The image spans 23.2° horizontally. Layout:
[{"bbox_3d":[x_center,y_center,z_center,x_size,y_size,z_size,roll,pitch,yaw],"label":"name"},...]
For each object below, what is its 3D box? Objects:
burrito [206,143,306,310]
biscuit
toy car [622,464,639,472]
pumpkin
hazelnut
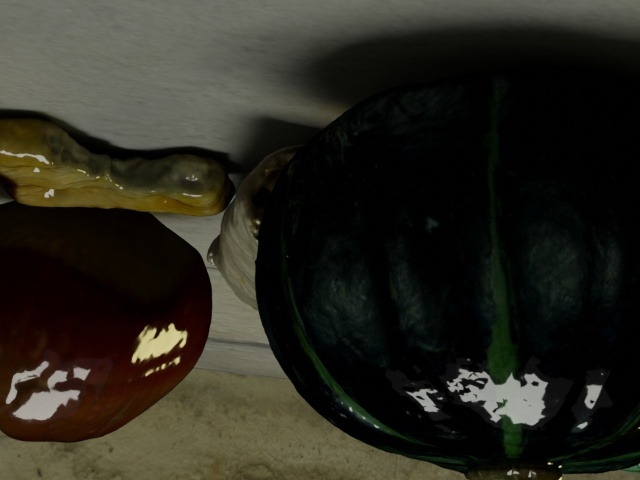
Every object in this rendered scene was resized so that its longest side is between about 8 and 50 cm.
[{"bbox_3d":[-0.004,-0.001,1.150,0.143,0.105,0.299,0,172,-9],"label":"burrito"},{"bbox_3d":[-0.153,-0.052,1.122,0.183,0.039,0.174,4,168,-2],"label":"biscuit"},{"bbox_3d":[0.307,0.164,1.486,0.320,0.097,0.141,-10,-177,-28],"label":"toy car"},{"bbox_3d":[0.116,0.034,0.903,0.315,0.239,0.315,1,167,0],"label":"pumpkin"},{"bbox_3d":[-0.202,0.069,1.305,0.229,0.230,0.229,3,170,1],"label":"hazelnut"}]
